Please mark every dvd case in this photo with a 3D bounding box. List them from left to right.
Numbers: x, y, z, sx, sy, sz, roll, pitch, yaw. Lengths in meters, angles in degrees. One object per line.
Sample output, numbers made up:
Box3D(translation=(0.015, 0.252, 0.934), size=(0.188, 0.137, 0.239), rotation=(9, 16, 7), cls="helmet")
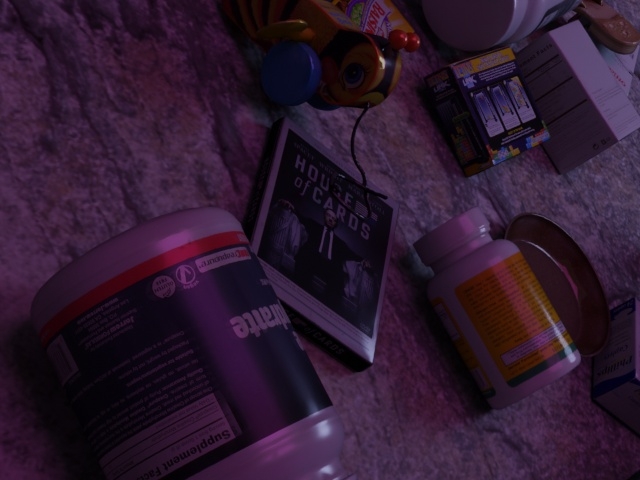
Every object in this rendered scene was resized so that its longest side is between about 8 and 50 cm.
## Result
Box3D(translation=(0.000, 0.000, 1.418), size=(0.179, 0.029, 0.239), rotation=(36, 42, -24), cls="dvd case")

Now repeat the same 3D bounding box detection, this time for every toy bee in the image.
Box3D(translation=(0.027, -0.199, 1.456), size=(0.298, 0.162, 0.195), rotation=(49, 26, -1), cls="toy bee")

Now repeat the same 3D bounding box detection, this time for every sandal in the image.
Box3D(translation=(0.395, -0.380, 1.998), size=(0.088, 0.079, 0.240), rotation=(-23, 58, -38), cls="sandal")

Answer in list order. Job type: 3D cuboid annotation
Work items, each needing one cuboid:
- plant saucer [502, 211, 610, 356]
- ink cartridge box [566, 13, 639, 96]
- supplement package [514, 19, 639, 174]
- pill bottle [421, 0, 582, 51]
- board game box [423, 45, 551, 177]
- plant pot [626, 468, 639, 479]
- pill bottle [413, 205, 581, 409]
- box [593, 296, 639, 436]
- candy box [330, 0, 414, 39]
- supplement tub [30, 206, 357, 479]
Box3D(translation=(0.286, 0.060, 1.673), size=(0.198, 0.036, 0.199), rotation=(26, 47, -31), cls="plant saucer")
Box3D(translation=(0.421, -0.279, 2.039), size=(0.109, 0.063, 0.150), rotation=(43, 40, -15), cls="ink cartridge box")
Box3D(translation=(0.348, -0.201, 1.872), size=(0.105, 0.105, 0.179), rotation=(-28, 85, -51), cls="supplement package")
Box3D(translation=(0.260, -0.360, 1.848), size=(0.161, 0.161, 0.283), rotation=(56, 38, 0), cls="pill bottle")
Box3D(translation=(0.219, -0.170, 1.747), size=(0.170, 0.048, 0.141), rotation=(-24, 89, -52), cls="board game box")
Box3D(translation=(0.449, 0.357, 1.538), size=(0.165, 0.165, 0.234), rotation=(-20, 70, -51), cls="plant pot")
Box3D(translation=(0.191, 0.073, 1.498), size=(0.117, 0.117, 0.208), rotation=(-22, 80, -51), cls="pill bottle")
Box3D(translation=(0.412, 0.168, 1.700), size=(0.126, 0.072, 0.137), rotation=(37, 41, -23), cls="box")
Box3D(translation=(0.043, -0.252, 1.647), size=(0.105, 0.027, 0.206), rotation=(51, 38, -12), cls="candy box")
Box3D(translation=(-0.099, 0.128, 1.089), size=(0.191, 0.191, 0.272), rotation=(-18, 77, -51), cls="supplement tub")
